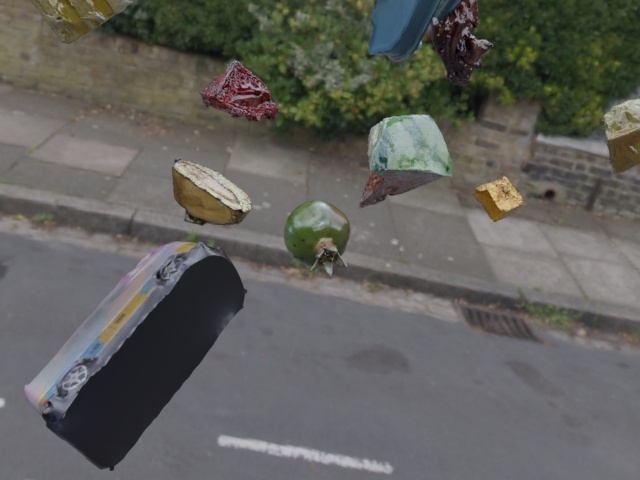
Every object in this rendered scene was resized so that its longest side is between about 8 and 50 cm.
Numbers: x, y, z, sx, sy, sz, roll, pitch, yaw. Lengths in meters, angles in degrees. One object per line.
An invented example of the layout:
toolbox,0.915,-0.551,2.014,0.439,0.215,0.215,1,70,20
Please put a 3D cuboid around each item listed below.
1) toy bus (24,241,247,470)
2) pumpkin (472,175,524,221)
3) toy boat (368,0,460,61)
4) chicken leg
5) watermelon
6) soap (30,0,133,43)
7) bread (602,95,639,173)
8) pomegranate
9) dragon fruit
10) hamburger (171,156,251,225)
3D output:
toy bus,-0.303,0.162,1.254,0.162,0.171,0.386,14,56,43
pumpkin,0.340,-0.077,1.463,0.083,0.054,0.074,-21,74,-39
toy boat,0.149,-0.358,1.197,0.098,0.109,0.238,-13,-16,-21
chicken leg,0.216,-0.465,1.281,0.096,0.406,0.158,-4,8,-10
watermelon,0.114,-0.113,1.061,0.121,0.097,0.158,-6,-20,-5
soap,-0.348,-0.417,0.995,0.173,0.274,0.089,-28,22,17
bread,0.626,-0.213,1.380,0.232,0.128,0.088,-24,15,5
pomegranate,0.000,0.000,1.977,0.182,0.181,0.224,4,32,-24
dragon fruit,-0.134,-0.239,1.330,0.131,0.097,0.063,37,10,-30
hamburger,-0.221,-0.080,1.475,0.176,0.102,0.087,32,37,2
